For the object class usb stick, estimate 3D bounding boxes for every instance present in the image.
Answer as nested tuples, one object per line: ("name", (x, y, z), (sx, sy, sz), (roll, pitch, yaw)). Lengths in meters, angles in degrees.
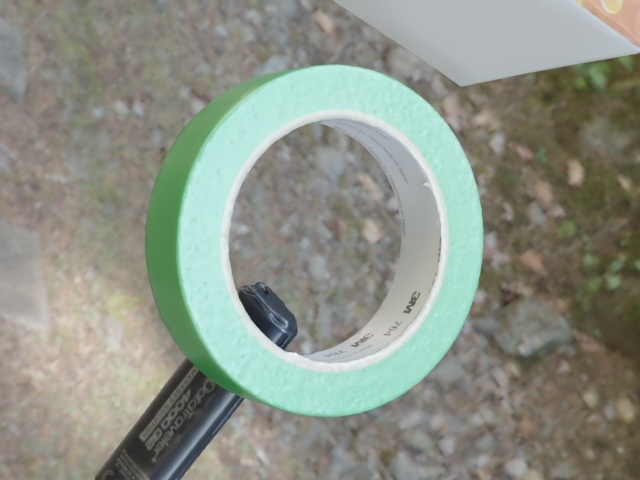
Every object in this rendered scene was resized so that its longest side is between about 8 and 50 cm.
("usb stick", (-0.124, 0.162, 1.396), (0.077, 0.278, 0.045), (45, 16, 24))

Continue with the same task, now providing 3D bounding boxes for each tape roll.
("tape roll", (0.000, 0.000, 1.323), (0.321, 0.077, 0.321), (-1, 92, -29))

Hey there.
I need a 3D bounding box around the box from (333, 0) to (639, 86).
("box", (0.036, -0.265, 0.775), (0.345, 0.168, 0.215), (29, 75, -28))
